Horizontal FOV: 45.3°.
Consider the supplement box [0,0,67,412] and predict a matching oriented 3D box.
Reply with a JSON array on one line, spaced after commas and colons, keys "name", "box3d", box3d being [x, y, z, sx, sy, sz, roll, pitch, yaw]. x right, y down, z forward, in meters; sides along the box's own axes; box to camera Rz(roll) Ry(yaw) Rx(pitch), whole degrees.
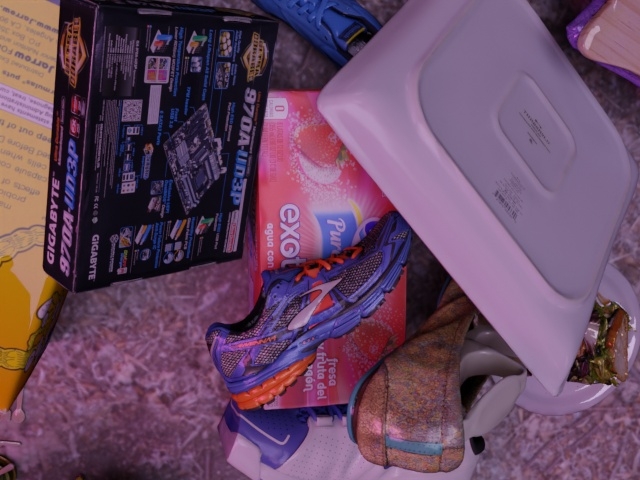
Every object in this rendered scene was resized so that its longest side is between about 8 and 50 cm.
[{"name": "supplement box", "box3d": [-0.294, -0.065, 0.689, 0.195, 0.194, 0.356, 22, 96, -12]}]

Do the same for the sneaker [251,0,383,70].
[{"name": "sneaker", "box3d": [0.002, -0.231, 0.768, 0.209, 0.082, 0.069, 37, 94, -12]}]

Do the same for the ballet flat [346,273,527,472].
[{"name": "ballet flat", "box3d": [0.148, 0.104, 0.731, 0.123, 0.348, 0.123, 13, 117, 26]}]

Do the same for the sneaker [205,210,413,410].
[{"name": "sneaker", "box3d": [-0.009, 0.048, 0.662, 0.221, 0.083, 0.087, -43, 96, -5]}]

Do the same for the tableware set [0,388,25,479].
[{"name": "tableware set", "box3d": [-0.373, 0.218, 0.813, 0.104, 0.024, 0.154, 8, 99, -11]}]

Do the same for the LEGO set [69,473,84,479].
[{"name": "LEGO set", "box3d": [-0.284, 0.293, 0.740, 0.331, 0.192, 0.255, -4, 138, -4]}]

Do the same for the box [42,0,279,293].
[{"name": "box", "box3d": [-0.126, -0.078, 0.618, 0.175, 0.051, 0.220, -13, 121, -47]}]

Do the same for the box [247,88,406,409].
[{"name": "box", "box3d": [0.000, 0.000, 0.773, 0.142, 0.154, 0.300, -2, 99, -10]}]

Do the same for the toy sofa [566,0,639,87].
[{"name": "toy sofa", "box3d": [0.408, -0.195, 0.808, 0.362, 0.150, 0.177, 29, 99, -13]}]

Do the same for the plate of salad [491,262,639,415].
[{"name": "plate of salad", "box3d": [0.289, 0.114, 0.895, 0.200, 0.048, 0.199, -2, 101, -9]}]

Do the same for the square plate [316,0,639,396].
[{"name": "square plate", "box3d": [0.191, -0.092, 0.736, 0.347, 0.049, 0.344, 49, 49, -14]}]

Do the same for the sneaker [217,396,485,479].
[{"name": "sneaker", "box3d": [0.056, 0.199, 0.842, 0.315, 0.127, 0.182, 25, 91, -20]}]
